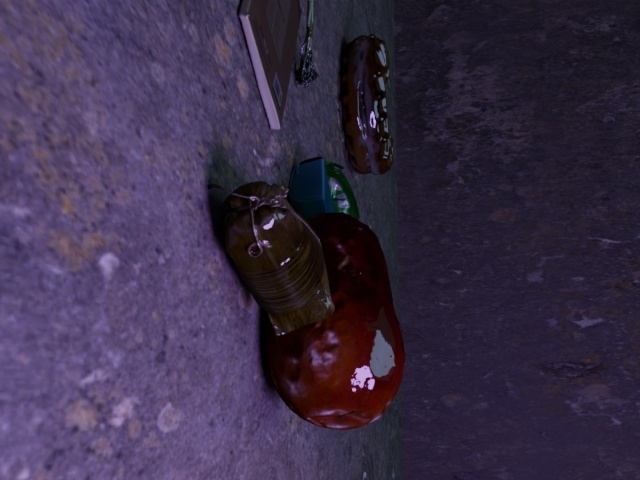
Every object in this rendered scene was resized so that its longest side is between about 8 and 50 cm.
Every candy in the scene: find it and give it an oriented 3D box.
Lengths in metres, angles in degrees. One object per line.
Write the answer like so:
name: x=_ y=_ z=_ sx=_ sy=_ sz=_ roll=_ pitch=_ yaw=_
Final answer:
candy: x=0.040 y=-0.066 z=1.671 sx=0.141 sy=0.078 sz=0.203 roll=25 pitch=58 yaw=-78

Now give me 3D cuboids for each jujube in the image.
jujube: x=0.022 y=0.118 z=1.199 sx=0.223 sy=0.223 sz=0.317 roll=68 pitch=19 yaw=-61

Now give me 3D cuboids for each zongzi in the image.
zongzi: x=-0.073 y=-0.036 z=1.052 sx=0.247 sy=0.111 sz=0.241 roll=67 pitch=5 yaw=-47

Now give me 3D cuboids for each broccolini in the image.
broccolini: x=-0.022 y=-0.380 z=1.417 sx=0.044 sy=0.042 sz=0.218 roll=-138 pitch=-135 yaw=-55

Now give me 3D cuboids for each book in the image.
book: x=-0.074 y=-0.358 z=1.264 sx=0.216 sy=0.021 sz=0.310 roll=75 pitch=17 yaw=-49

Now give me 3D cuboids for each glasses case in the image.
glasses case: x=-0.001 y=-0.001 z=1.475 sx=0.117 sy=0.070 sz=0.301 roll=-90 pitch=169 yaw=-46

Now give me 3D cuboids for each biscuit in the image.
biscuit: x=0.123 y=-0.341 z=2.060 sx=0.268 sy=0.115 sz=0.366 roll=-64 pitch=149 yaw=-70
